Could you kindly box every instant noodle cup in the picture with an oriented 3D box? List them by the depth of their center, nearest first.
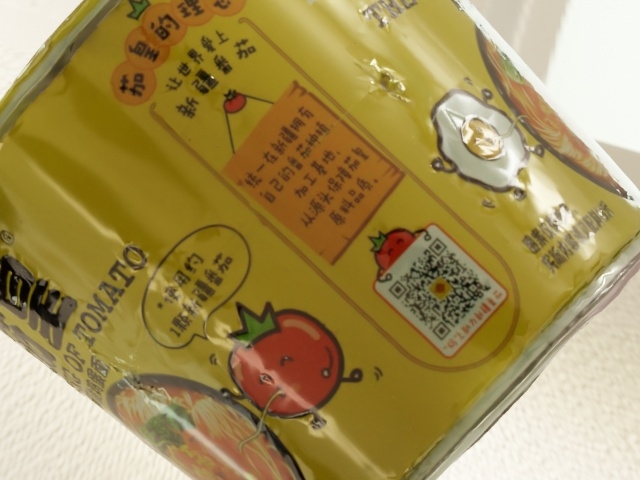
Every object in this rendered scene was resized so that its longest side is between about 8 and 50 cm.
[{"bbox_3d":[0.000,0.000,0.871,0.254,0.325,0.325,44,-86,9],"label":"instant noodle cup"}]
